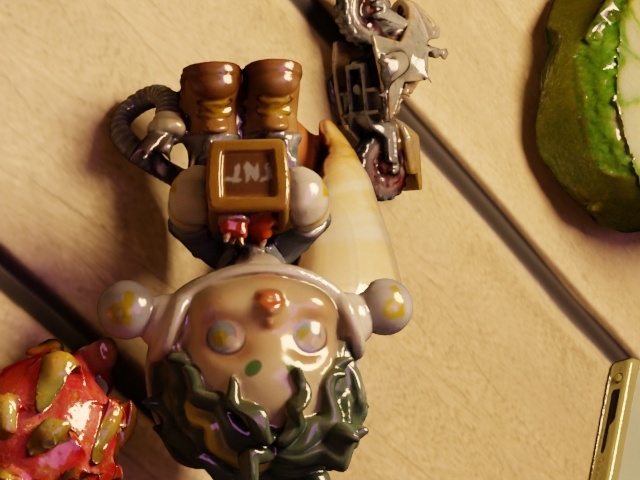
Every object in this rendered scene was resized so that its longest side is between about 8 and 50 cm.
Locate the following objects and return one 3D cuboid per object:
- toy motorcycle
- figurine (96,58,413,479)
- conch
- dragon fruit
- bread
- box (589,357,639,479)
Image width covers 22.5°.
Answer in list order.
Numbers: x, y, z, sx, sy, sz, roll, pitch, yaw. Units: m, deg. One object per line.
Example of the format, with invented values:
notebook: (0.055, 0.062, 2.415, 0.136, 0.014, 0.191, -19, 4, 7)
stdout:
toy motorcycle: (0.076, -0.157, 1.660, 0.130, 0.094, 0.229, -8, 93, -47)
figurine: (-0.053, 0.033, 1.371, 0.186, 0.261, 0.382, 71, 15, -79)
conch: (-0.002, 0.008, 1.552, 0.158, 0.127, 0.255, 6, 52, -10)
dragon fruit: (-0.215, 0.145, 1.299, 0.208, 0.133, 0.150, -58, 149, -53)
bread: (0.405, -0.147, 1.957, 0.366, 0.129, 0.382, -48, 116, -42)
box: (0.409, 0.295, 1.901, 0.211, 0.045, 0.270, 23, 65, -19)
